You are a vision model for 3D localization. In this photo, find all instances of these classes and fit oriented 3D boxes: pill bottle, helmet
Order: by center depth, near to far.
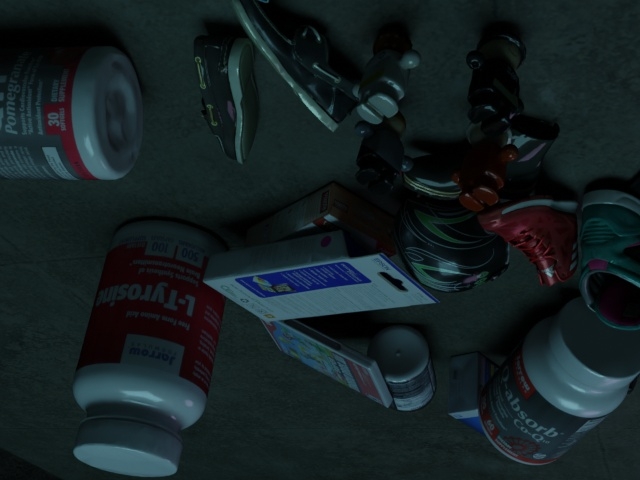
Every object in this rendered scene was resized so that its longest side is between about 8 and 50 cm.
[{"bbox_3d":[-0.415,-0.169,1.179,0.318,0.176,0.176,1,150,11],"label":"pill bottle"},{"bbox_3d":[0.195,-0.003,1.359,0.161,0.169,0.169,-9,151,-6],"label":"helmet"},{"bbox_3d":[-0.296,0.188,1.537,0.229,0.407,0.229,5,150,3],"label":"pill bottle"},{"bbox_3d":[0.459,0.270,1.690,0.210,0.210,0.363,12,142,-7],"label":"pill bottle"},{"bbox_3d":[0.179,0.287,1.880,0.130,0.130,0.245,0,150,12],"label":"pill bottle"}]

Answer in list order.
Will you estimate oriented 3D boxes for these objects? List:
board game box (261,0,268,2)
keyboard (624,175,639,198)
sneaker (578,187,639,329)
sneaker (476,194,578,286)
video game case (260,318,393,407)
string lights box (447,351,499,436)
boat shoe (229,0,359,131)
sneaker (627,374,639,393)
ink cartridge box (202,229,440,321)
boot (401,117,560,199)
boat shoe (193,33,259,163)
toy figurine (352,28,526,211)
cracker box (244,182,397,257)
[{"bbox_3d":[-0.126,-0.396,0.815,0.254,0.079,0.336,14,150,-11],"label":"board game box"},{"bbox_3d":[0.520,-0.098,1.242,0.108,0.023,0.180,18,150,-5],"label":"keyboard"},{"bbox_3d":[0.495,0.058,1.340,0.295,0.178,0.124,27,159,-30],"label":"sneaker"},{"bbox_3d":[0.317,0.004,1.280,0.221,0.128,0.087,-4,172,-41],"label":"sneaker"},{"bbox_3d":[0.008,0.235,1.806,0.285,0.025,0.204,25,158,28],"label":"video game case"},{"bbox_3d":[0.384,0.360,1.955,0.077,0.133,0.260,-18,142,37],"label":"string lights box"},{"bbox_3d":[-0.029,-0.237,1.094,0.079,0.084,0.233,-41,127,7],"label":"boat shoe"},{"bbox_3d":[0.605,0.246,1.737,0.101,0.106,0.267,8,149,4],"label":"sneaker"},{"bbox_3d":[-0.002,0.061,1.445,0.371,0.069,0.176,-8,148,38],"label":"ink cartridge box"},{"bbox_3d":[0.221,-0.125,1.227,0.198,0.077,0.137,-1,147,-11],"label":"boot"},{"bbox_3d":[-0.126,-0.189,1.181,0.069,0.081,0.228,13,148,7],"label":"boat shoe"},{"bbox_3d":[0.145,-0.158,1.093,0.209,0.148,0.213,8,143,12],"label":"toy figurine"},{"bbox_3d":[0.000,0.000,1.485,0.156,0.067,0.232,28,144,-31],"label":"cracker box"}]
